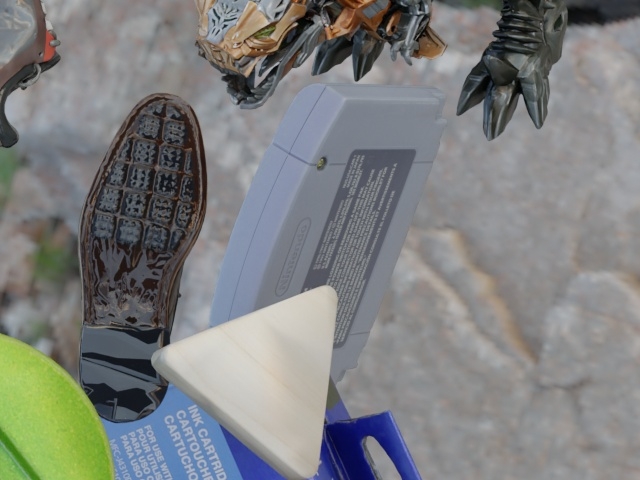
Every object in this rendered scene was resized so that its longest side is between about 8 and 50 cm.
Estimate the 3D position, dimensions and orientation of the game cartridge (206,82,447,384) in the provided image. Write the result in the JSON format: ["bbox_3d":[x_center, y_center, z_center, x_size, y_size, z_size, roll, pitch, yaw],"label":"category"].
[{"bbox_3d":[0.000,0.000,1.725,0.062,0.198,0.297,33,111,36],"label":"game cartridge"}]

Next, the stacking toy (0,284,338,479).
[{"bbox_3d":[-0.096,0.174,0.855,0.130,0.309,0.279,151,108,-67],"label":"stacking toy"}]

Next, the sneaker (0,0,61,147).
[{"bbox_3d":[-0.174,-0.120,1.090,0.061,0.065,0.158,149,137,-68],"label":"sneaker"}]

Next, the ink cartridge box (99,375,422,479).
[{"bbox_3d":[-0.093,0.239,1.544,0.395,0.151,0.270,-24,92,15],"label":"ink cartridge box"}]

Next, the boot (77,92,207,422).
[{"bbox_3d":[-0.127,0.015,1.306,0.106,0.082,0.219,142,139,-76],"label":"boot"}]

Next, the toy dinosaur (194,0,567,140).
[{"bbox_3d":[0.061,-0.181,1.092,0.322,0.218,0.164,-33,49,-11],"label":"toy dinosaur"}]
